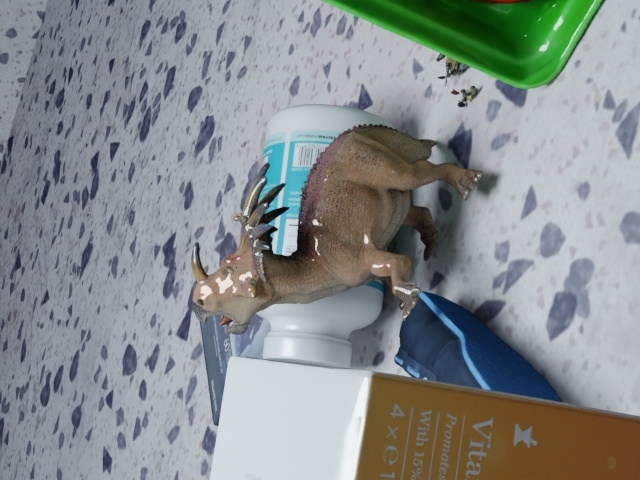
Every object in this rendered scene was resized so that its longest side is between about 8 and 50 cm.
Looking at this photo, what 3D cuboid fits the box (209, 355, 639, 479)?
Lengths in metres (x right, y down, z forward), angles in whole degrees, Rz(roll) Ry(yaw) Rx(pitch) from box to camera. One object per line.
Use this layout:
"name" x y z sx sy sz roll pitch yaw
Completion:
"box" 0.113 0.202 0.681 0.168 0.345 0.215 -4 75 60

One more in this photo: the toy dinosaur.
"toy dinosaur" 0.020 -0.032 1.056 0.296 0.200 0.127 -59 -2 -28

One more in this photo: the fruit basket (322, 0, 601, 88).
"fruit basket" 0.099 -0.289 0.891 0.283 0.392 0.392 -62 32 27

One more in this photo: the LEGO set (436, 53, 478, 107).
"LEGO set" 0.141 -0.173 1.139 0.054 0.023 0.083 -29 67 57

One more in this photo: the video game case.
"video game case" -0.081 0.083 1.434 0.274 0.026 0.196 -53 36 39

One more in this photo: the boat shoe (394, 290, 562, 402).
"boat shoe" 0.132 0.131 0.957 0.089 0.109 0.258 -62 15 11

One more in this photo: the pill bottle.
"pill bottle" 0.000 0.000 1.187 0.146 0.146 0.264 -12 68 60
